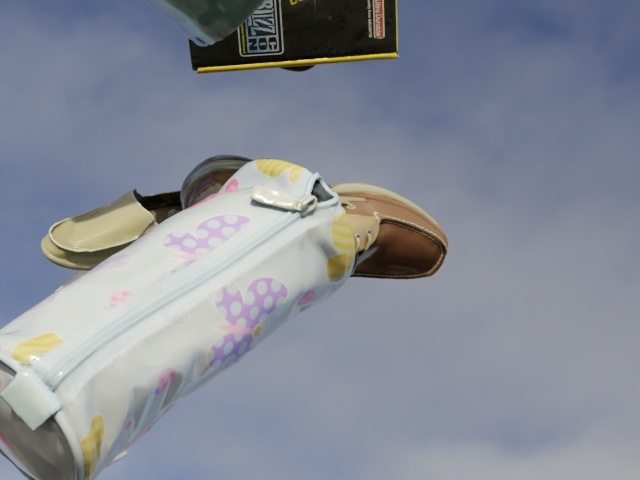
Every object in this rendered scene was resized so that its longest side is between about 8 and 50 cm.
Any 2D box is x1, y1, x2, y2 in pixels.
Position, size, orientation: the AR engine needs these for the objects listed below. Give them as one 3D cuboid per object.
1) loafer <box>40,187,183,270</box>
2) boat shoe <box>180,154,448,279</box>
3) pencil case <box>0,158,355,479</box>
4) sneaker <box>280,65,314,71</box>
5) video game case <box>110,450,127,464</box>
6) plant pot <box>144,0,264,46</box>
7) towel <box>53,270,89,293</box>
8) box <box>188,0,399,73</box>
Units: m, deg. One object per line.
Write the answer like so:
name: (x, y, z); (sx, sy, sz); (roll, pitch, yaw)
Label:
loafer: (-0.298, -0.029, 1.634); (0.269, 0.102, 0.092); (-13, -47, -25)
boat shoe: (0.000, 0.000, 1.203); (0.324, 0.116, 0.123); (10, -61, -19)
pencil case: (-0.095, 0.047, 0.688); (0.124, 0.273, 0.113); (-21, -78, 52)
sneaker: (-0.121, -0.340, 1.499); (0.270, 0.145, 0.090); (23, -69, -23)
video game case: (-0.339, 0.265, 1.557); (0.143, 0.019, 0.157); (56, -5, 5)
plant pot: (-0.110, -0.345, 0.908); (0.196, 0.293, 0.293); (30, -39, -25)
towel: (-0.298, 0.135, 1.804); (0.282, 0.187, 0.049); (42, -44, 1)
box: (-0.041, -0.367, 1.240); (0.257, 0.079, 0.322); (-3, -60, 0)
